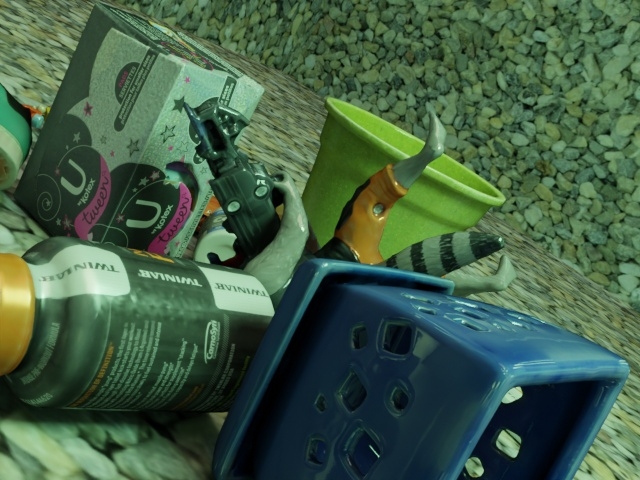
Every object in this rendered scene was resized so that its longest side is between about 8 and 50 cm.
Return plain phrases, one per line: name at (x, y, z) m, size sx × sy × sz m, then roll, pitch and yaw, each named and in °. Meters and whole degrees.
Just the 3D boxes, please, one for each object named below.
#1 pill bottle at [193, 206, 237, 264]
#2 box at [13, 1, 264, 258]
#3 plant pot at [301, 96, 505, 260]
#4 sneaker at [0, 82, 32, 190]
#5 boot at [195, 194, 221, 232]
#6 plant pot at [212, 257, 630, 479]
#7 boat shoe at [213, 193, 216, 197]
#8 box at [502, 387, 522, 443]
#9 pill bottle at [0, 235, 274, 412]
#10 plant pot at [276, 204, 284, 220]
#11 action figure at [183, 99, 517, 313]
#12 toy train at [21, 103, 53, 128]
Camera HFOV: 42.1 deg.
pill bottle at (-0.119, 0.004, 1.061) m, size 0.078 × 0.078 × 0.137 m, roll 26°, pitch 15°, yaw -12°
box at (-0.206, -0.107, 0.931) m, size 0.163 × 0.247 × 0.142 m, roll 37°, pitch 18°, yaw 29°
plant pot at (0.069, -0.020, 1.151) m, size 0.276 × 0.254 × 0.276 m, roll 28°, pitch 14°, yaw -7°
sneaker at (-0.435, -0.182, 0.875) m, size 0.302 × 0.108 × 0.121 m, roll 45°, pitch 29°, yaw -34°
boot at (-0.168, -0.036, 1.152) m, size 0.084 × 0.059 × 0.158 m, roll 39°, pitch 16°, yaw 16°
plant pot at (0.068, 0.144, 0.665) m, size 0.212 × 0.236 × 0.236 m, roll 33°, pitch 14°, yaw 37°
boat shoe at (-0.168, -0.062, 1.266) m, size 0.125 × 0.038 × 0.046 m, roll 20°, pitch 17°, yaw -31°
box at (0.289, 0.228, 1.167) m, size 0.186 × 0.038 × 0.145 m, roll 14°, pitch 21°, yaw -44°
pill bottle at (-0.162, 0.069, 0.659) m, size 0.245 × 0.130 × 0.130 m, roll 14°, pitch 21°, yaw -46°
plant pot at (0.000, 0.000, 1.394) m, size 0.236 × 0.032 × 0.236 m, roll 28°, pitch 14°, yaw -7°
action figure at (-0.004, 0.005, 0.829) m, size 0.341 × 0.330 × 0.179 m, roll 57°, pitch 10°, yaw -35°
toy train at (-0.365, -0.148, 1.179) m, size 0.166 × 0.046 × 0.125 m, roll 25°, pitch 16°, yaw -5°
